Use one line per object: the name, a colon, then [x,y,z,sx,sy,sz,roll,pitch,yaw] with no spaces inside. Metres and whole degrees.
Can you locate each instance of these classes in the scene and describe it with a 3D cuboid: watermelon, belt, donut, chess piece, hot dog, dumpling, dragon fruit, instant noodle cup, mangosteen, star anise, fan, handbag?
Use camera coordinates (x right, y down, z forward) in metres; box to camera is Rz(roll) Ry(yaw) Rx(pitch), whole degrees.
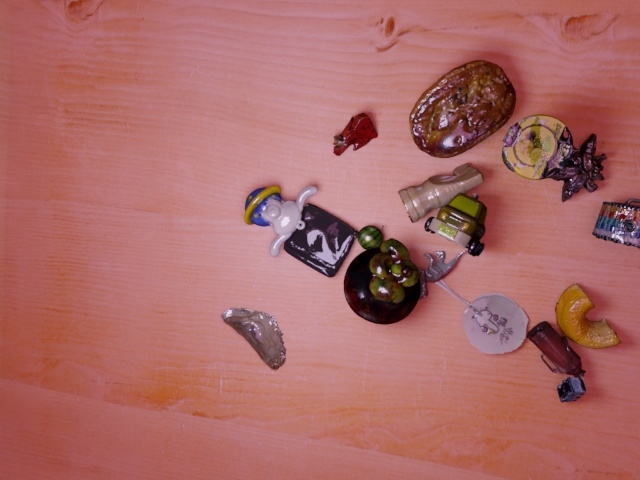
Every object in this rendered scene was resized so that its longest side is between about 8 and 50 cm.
watermelon: [0.195,-0.013,1.826,0.109,0.109,0.109,1,95,11]
belt: [1.095,-0.053,1.596,0.294,0.207,0.161,13,99,8]
donut: [0.952,0.305,1.716,0.152,0.101,0.259,-38,91,17]
chess piece: [0.445,-0.186,1.745,0.300,0.137,0.137,-25,90,12]
hot dog: [0.501,-0.464,1.687,0.387,0.174,0.267,-34,91,11]
dumpling: [-0.256,0.383,1.953,0.332,0.086,0.166,43,104,0]
dragon fruit: [0.120,-0.406,1.831,0.192,0.122,0.092,-44,47,14]
instant noodle cup: [0.719,-0.308,1.628,0.215,0.236,0.216,1,95,10]
mangosteen: [0.230,0.160,1.731,0.311,0.311,0.311,1,95,11]
star anise: [0.906,-0.265,1.669,0.214,0.099,0.220,-20,91,2]
fan: [0.590,0.266,1.801,0.414,0.012,0.233,36,89,9]
handbag: [0.000,0.000,1.876,0.246,0.080,0.223,30,93,9]

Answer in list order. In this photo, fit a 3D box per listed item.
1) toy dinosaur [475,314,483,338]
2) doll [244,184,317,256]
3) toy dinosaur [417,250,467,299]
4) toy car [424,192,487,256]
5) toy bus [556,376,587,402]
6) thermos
toy dinosaur: [0.618,0.345,1.816,0.060,0.029,0.120,1,90,-5]
doll: [-0.163,-0.134,1.828,0.311,0.159,0.243,-44,60,5]
toy dinosaur: [0.454,0.117,1.807,0.242,0.053,0.167,-19,92,8]
toy car: [0.510,-0.073,1.684,0.204,0.248,0.198,31,97,27]
toy bus: [0.919,0.544,1.724,0.074,0.123,0.060,-2,53,3]
thermos: [0.871,0.415,1.734,0.124,0.099,0.232,-43,86,25]
